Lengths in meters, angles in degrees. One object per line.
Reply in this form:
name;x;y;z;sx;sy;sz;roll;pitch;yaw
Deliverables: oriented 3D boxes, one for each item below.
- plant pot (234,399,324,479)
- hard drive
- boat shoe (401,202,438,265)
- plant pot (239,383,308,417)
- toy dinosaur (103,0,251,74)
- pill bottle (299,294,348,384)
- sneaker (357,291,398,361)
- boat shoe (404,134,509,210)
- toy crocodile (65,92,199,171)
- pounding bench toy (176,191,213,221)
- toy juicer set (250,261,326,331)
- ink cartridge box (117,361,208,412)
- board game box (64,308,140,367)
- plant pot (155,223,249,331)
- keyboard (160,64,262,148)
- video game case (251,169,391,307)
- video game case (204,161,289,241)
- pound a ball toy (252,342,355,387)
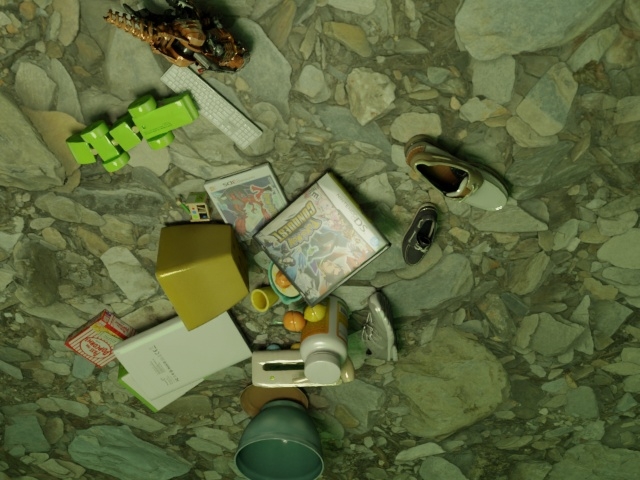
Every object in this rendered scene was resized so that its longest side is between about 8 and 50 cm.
plant pot;-0.130;0.667;2.091;0.293;0.196;0.293;2;129;2
hard drive;-0.414;0.336;1.906;0.353;0.047;0.233;-24;122;1
boat shoe;0.263;-0.002;1.657;0.075;0.065;0.206;9;129;-5
plant pot;-0.160;0.548;2.144;0.236;0.032;0.236;1;128;2
toy dinosaur;-0.274;-0.422;1.239;0.164;0.218;0.322;-38;162;11
pill bottle;0.010;0.285;1.785;0.136;0.245;0.136;2;129;2
sneaker;0.164;0.272;1.857;0.115;0.105;0.281;-8;129;9
boat shoe;0.334;-0.141;1.516;0.302;0.103;0.113;24;126;-16
toy crocodile;-0.447;-0.262;1.471;0.340;0.105;0.115;-22;124;13
pounding bench toy;-0.331;-0.085;1.628;0.083;0.052;0.065;-2;129;5
toy juicer set;-0.062;0.125;1.700;0.209;0.089;0.329;45;126;18
ink cartridge box;-0.493;0.413;2.015;0.255;0.097;0.189;-34;122;5
board game box;-0.689;0.313;1.971;0.193;0.045;0.147;-33;120;26
plant pot;-0.299;0.075;1.649;0.187;0.212;0.212;-17;127;3
keyboard;-0.254;-0.315;1.463;0.072;0.014;0.256;-37;118;28
video game case;0.000;0.000;1.601;0.275;0.035;0.248;-39;92;19
video game case;-0.180;-0.095;1.631;0.183;0.023;0.201;-15;127;15
pound a ball toy;-0.050;0.377;1.913;0.319;0.135;0.208;-4;164;6
